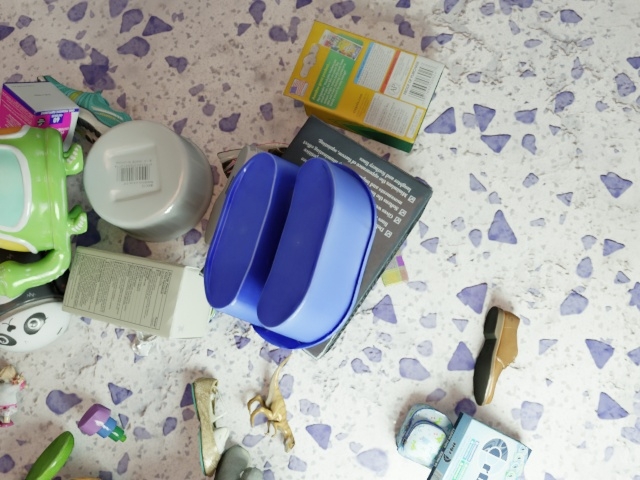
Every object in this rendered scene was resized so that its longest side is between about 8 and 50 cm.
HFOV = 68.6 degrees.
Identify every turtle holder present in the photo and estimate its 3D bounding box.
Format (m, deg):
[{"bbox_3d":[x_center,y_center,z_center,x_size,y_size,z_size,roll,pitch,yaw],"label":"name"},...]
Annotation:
[{"bbox_3d":[-0.614,-0.074,0.966,0.227,0.243,0.321,-4,123,-30],"label":"turtle holder"}]

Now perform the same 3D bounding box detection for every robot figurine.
[{"bbox_3d":[-0.683,0.113,1.054,0.209,0.173,0.278,-37,78,38],"label":"robot figurine"}]

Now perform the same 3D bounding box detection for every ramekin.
[{"bbox_3d":[-0.402,-0.142,1.089,0.276,0.135,0.278,-1,81,4],"label":"ramekin"}]

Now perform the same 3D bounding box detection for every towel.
[{"bbox_3d":[0.164,0.063,1.077,0.060,0.009,0.083,-16,80,3],"label":"towel"}]

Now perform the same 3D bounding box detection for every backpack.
[{"bbox_3d":[0.224,0.411,0.985,0.104,0.084,0.114,24,82,5],"label":"backpack"}]

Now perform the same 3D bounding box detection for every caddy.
[{"bbox_3d":[-0.042,0.013,0.803,0.241,0.179,0.342,13,82,32],"label":"caddy"}]

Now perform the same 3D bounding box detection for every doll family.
[{"bbox_3d":[-0.816,0.341,1.062,0.262,0.118,0.163,-1,82,5],"label":"doll family"}]

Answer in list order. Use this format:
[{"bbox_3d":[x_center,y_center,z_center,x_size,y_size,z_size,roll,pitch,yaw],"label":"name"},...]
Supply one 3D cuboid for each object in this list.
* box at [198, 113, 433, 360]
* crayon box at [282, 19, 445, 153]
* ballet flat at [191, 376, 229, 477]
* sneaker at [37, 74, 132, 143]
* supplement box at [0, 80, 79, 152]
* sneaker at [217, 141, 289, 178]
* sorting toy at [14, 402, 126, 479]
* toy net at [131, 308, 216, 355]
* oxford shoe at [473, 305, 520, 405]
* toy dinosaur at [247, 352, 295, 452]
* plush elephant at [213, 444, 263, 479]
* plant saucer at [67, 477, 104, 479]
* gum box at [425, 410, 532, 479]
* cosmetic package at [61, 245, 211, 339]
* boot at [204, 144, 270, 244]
[{"bbox_3d":[0.000,0.000,0.993,0.293,0.212,0.396,34,86,11],"label":"box"},{"bbox_3d":[0.101,-0.361,1.106,0.322,0.083,0.203,22,84,7],"label":"crayon box"},{"bbox_3d":[-0.233,0.395,1.015,0.067,0.073,0.206,-13,66,-7],"label":"ballet flat"},{"bbox_3d":[-0.586,-0.327,1.163,0.275,0.107,0.110,34,57,12],"label":"sneaker"},{"bbox_3d":[-0.661,-0.240,1.085,0.114,0.111,0.220,40,122,9],"label":"supplement box"},{"bbox_3d":[-0.150,-0.187,1.119,0.178,0.072,0.077,-10,101,4],"label":"sneaker"},{"bbox_3d":[-0.578,0.531,1.042,0.365,0.127,0.126,-44,110,-5],"label":"sorting toy"},{"bbox_3d":[-0.353,0.178,1.085,0.232,0.045,0.122,-34,81,-1],"label":"toy net"},{"bbox_3d":[0.382,0.254,1.003,0.075,0.076,0.213,18,85,-6],"label":"oxford shoe"},{"bbox_3d":[-0.105,0.359,1.040,0.112,0.064,0.212,-9,90,-15],"label":"toy dinosaur"},{"bbox_3d":[-0.134,0.613,0.909,0.255,0.330,0.272,35,78,-10],"label":"plush elephant"},{"bbox_3d":[-0.516,0.598,1.010,0.199,0.037,0.200,-3,99,-16],"label":"plant saucer"},{"bbox_3d":[0.324,0.456,0.952,0.184,0.041,0.157,32,84,-21],"label":"gum box"},{"bbox_3d":[-0.390,0.112,1.020,0.296,0.129,0.153,10,83,22],"label":"cosmetic package"},{"bbox_3d":[-0.166,-0.085,1.084,0.123,0.095,0.258,20,114,-29],"label":"boot"}]
